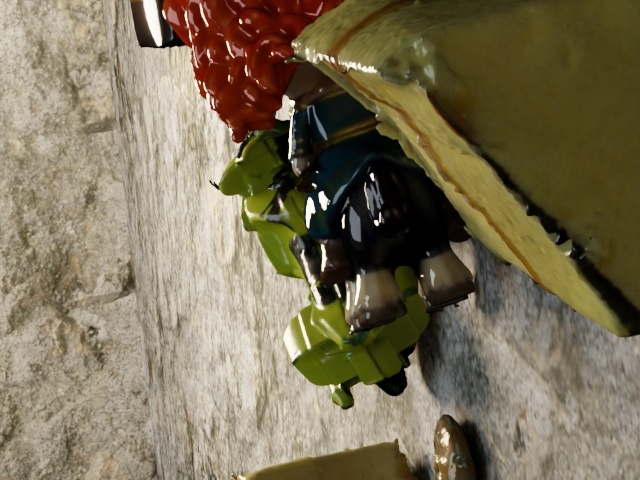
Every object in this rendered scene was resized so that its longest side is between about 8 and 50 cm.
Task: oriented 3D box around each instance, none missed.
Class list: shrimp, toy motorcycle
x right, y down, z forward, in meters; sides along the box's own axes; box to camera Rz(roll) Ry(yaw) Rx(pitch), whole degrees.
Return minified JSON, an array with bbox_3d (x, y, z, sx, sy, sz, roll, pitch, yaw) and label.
[{"bbox_3d":[0.115,0.236,1.534,0.099,0.041,0.180,-113,19,-47],"label":"shrimp"},{"bbox_3d":[0.002,-0.001,1.636,0.206,0.142,0.342,41,-161,-44],"label":"toy motorcycle"}]

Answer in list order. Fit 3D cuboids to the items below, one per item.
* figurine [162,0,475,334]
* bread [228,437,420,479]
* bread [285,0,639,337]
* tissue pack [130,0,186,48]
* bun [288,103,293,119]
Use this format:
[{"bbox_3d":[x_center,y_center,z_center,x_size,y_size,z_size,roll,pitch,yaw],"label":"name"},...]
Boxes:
[{"bbox_3d":[0.020,-0.118,1.388,0.306,0.241,0.412,-76,-34,-63],"label":"figurine"},{"bbox_3d":[0.011,0.379,1.699,0.279,0.207,0.279,113,146,-67],"label":"bread"},{"bbox_3d":[0.107,-0.054,1.100,0.263,0.198,0.236,-138,33,-71],"label":"bread"},{"bbox_3d":[-0.116,-0.392,1.715,0.210,0.198,0.370,-145,47,-74],"label":"tissue pack"},{"bbox_3d":[-0.007,-0.134,1.748,0.086,0.054,0.086,170,90,-77],"label":"bun"}]
